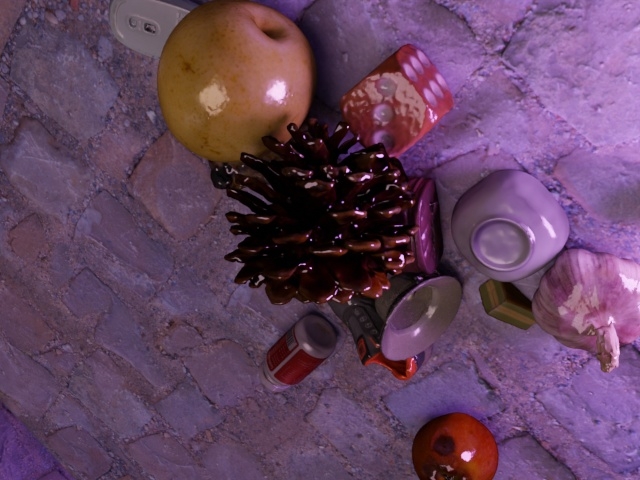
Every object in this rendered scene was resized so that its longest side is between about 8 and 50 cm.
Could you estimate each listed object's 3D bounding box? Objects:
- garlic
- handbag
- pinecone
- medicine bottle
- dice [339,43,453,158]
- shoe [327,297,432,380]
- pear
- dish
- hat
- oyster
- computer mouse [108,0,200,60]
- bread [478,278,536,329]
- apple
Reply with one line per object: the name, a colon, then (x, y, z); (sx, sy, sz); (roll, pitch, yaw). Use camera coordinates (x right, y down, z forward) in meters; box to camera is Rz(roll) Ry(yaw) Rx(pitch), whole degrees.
garlic: (0.575, 0.165, 1.369); (0.245, 0.253, 0.245); (5, 129, 7)
handbag: (0.206, -0.033, 1.499); (0.135, 0.146, 0.225); (3, 116, 28)
pinecone: (-0.010, -0.058, 1.291); (0.398, 0.398, 0.397); (12, 121, 20)
medicine bottle: (-0.069, 0.321, 1.839); (0.131, 0.131, 0.250); (42, 127, 0)
dice: (0.161, -0.286, 1.364); (0.179, 0.175, 0.174); (-34, 98, 32)
shoe: (0.123, 0.243, 1.677); (0.336, 0.171, 0.132); (39, 127, 1)
pear: (-0.180, -0.337, 1.395); (0.348, 0.348, 0.348); (12, 121, 20)
dish: (0.404, -0.016, 1.430); (0.256, 0.117, 0.256); (11, 120, 20)
hat: (0.208, 0.155, 1.593); (0.130, 0.257, 0.257); (43, 134, 39)
oyster: (-0.138, -0.204, 1.609); (0.361, 0.096, 0.221); (9, 127, 24)
computer mouse: (-0.364, -0.506, 1.545); (0.288, 0.097, 0.159); (18, 123, 2)
bread: (0.457, 0.148, 1.560); (0.139, 0.084, 0.074); (22, 131, -25)
apple: (0.356, 0.580, 1.728); (0.230, 0.230, 0.230); (12, 121, 20)
